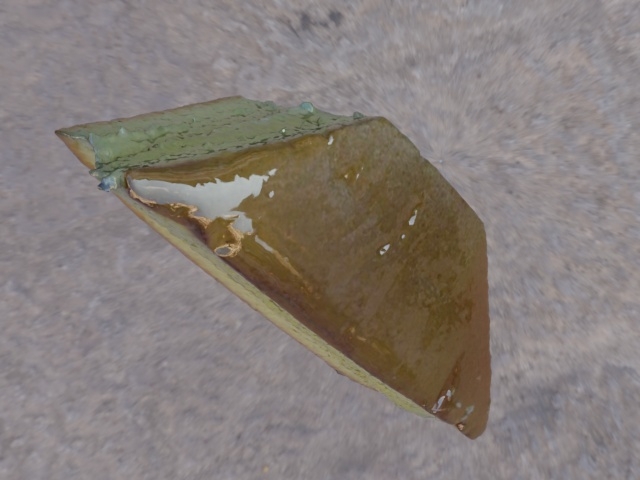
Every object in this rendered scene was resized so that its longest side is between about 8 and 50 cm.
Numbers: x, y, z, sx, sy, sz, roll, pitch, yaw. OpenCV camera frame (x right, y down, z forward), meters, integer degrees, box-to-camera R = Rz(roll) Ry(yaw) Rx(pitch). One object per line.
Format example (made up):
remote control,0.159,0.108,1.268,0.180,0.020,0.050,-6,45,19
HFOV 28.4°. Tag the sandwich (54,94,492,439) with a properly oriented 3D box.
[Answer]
sandwich,0.000,0.000,0.587,0.094,0.258,0.096,14,69,44
